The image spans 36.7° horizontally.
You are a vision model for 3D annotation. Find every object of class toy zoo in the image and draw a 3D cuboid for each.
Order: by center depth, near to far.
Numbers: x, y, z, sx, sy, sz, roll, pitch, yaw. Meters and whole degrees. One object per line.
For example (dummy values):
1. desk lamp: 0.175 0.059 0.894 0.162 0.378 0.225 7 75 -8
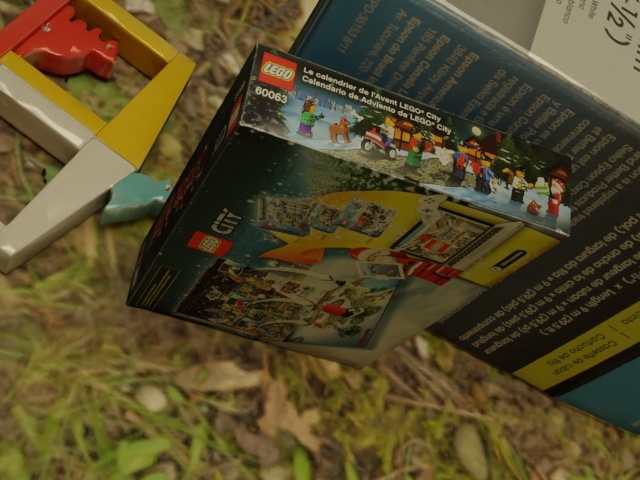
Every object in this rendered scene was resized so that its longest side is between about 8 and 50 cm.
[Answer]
1. toy zoo: -0.212 -0.109 0.599 0.293 0.030 0.192 37 55 -3

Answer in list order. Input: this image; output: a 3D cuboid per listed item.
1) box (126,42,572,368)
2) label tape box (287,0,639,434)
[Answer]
1. box: 0.000 0.000 0.515 0.159 0.233 0.044 18 62 -16
2. label tape box: 0.135 -0.032 0.584 0.347 0.249 0.115 27 56 -9
